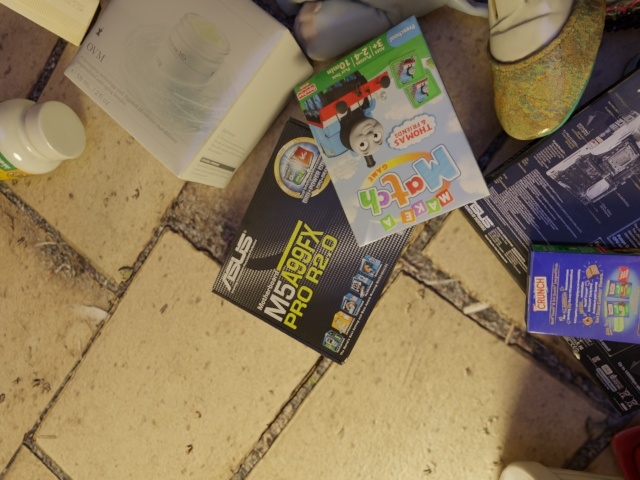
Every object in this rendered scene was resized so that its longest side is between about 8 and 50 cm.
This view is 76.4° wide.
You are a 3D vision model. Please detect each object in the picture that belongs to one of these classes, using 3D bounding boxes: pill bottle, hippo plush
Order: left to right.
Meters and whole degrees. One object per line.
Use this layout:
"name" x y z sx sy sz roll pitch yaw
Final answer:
"pill bottle" -0.489 -0.156 0.642 0.208 0.117 0.117 -6 90 12
"hippo plush" 0.041 -0.335 0.453 0.234 0.236 0.294 -38 83 11

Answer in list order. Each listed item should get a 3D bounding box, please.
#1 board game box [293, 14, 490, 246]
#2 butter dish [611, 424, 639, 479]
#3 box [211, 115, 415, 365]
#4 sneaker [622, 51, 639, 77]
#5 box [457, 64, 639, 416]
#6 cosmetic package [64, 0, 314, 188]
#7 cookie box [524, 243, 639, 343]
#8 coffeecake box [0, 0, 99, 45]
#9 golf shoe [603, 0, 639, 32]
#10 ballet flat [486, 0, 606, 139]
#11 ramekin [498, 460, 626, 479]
"board game box" 0.079 -0.119 0.477 0.160 0.039 0.211 -23 89 22
"butter dish" 0.445 0.284 0.441 0.160 0.118 0.160 -22 87 12
"box" 0.000 0.000 0.564 0.216 0.060 0.270 28 97 10
"sneaker" 0.489 -0.186 0.397 0.282 0.153 0.099 2 92 13
"box" 0.344 0.002 0.458 0.242 0.076 0.307 -39 83 20
"cosmetic package" -0.172 -0.232 0.558 0.224 0.138 0.224 41 98 9
"cookie box" 0.276 0.053 0.426 0.107 0.040 0.092 3 100 21
"coffeecake box" -0.387 -0.339 0.555 0.068 0.142 0.185 -58 35 9
"golf shoe" 0.363 -0.281 0.418 0.067 0.186 0.086 8 92 -16
"ballet flat" 0.245 -0.286 0.443 0.123 0.123 0.348 18 84 12
"ramekin" 0.293 0.374 0.413 0.127 0.273 0.273 -5 91 1
